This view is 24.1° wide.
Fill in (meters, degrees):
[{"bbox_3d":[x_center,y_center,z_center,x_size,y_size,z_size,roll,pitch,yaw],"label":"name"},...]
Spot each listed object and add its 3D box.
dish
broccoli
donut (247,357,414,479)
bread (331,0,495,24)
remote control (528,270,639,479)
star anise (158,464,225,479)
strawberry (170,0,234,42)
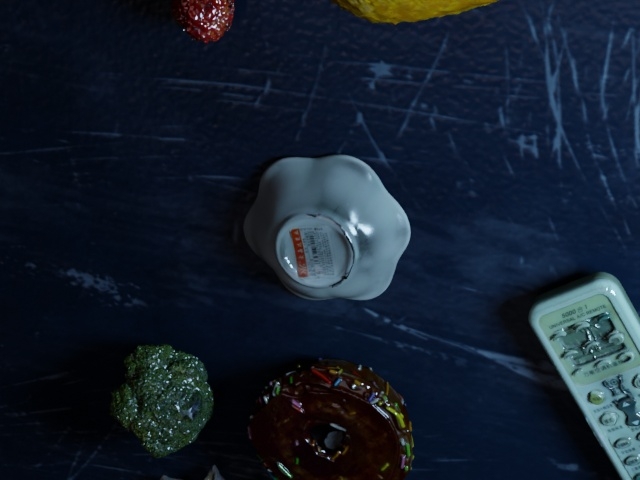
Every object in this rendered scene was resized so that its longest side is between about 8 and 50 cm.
[{"bbox_3d":[0.000,0.000,1.953,0.229,0.081,0.229,7,119,13],"label":"dish"},{"bbox_3d":[-0.223,0.219,2.111,0.138,0.146,0.162,13,142,45],"label":"broccoli"},{"bbox_3d":[0.020,0.260,2.079,0.235,0.089,0.235,7,119,13],"label":"donut"},{"bbox_3d":[0.100,-0.430,1.598,0.361,0.250,0.394,-10,115,22],"label":"bread"},{"bbox_3d":[0.398,0.194,1.948,0.128,0.065,0.335,-23,109,28],"label":"remote control"},{"bbox_3d":[-0.176,0.429,2.235,0.197,0.073,0.212,2,115,12],"label":"star anise"},{"bbox_3d":[-0.144,-0.295,1.845,0.083,0.083,0.096,12,113,10],"label":"strawberry"}]
